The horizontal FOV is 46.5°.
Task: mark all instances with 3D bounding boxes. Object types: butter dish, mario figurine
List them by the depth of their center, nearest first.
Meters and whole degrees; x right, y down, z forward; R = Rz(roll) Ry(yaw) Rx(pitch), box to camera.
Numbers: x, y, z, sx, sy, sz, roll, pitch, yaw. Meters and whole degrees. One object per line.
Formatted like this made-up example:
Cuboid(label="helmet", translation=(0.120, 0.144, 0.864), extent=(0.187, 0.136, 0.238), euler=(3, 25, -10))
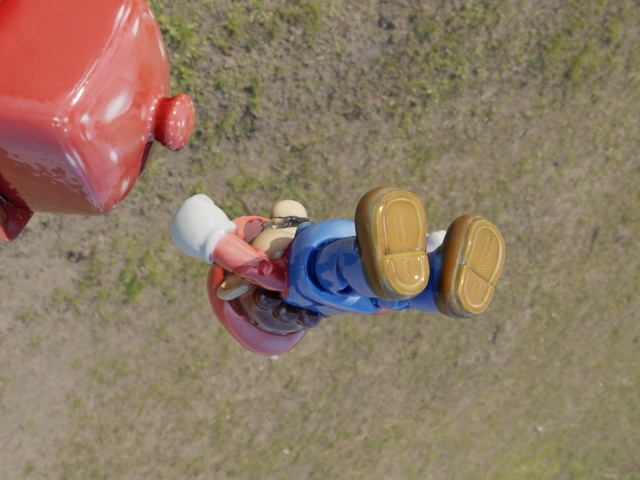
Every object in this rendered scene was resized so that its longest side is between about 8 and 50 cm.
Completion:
Cuboid(label="butter dish", translation=(-0.133, -0.083, 0.443), extent=(0.160, 0.118, 0.160), euler=(99, 8, -63))
Cuboid(label="mario figurine", translation=(0.000, 0.000, 0.666), extent=(0.198, 0.321, 0.170), euler=(53, 57, -18))
